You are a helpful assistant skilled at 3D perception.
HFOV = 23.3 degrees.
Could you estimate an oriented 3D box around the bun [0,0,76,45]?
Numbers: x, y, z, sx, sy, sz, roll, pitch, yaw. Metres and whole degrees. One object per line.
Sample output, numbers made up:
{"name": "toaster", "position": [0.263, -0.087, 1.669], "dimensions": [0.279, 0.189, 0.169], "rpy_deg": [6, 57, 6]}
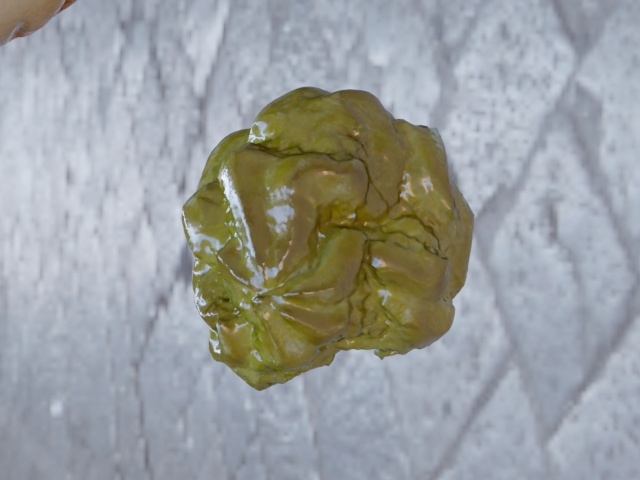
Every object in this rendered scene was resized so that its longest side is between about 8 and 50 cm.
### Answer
{"name": "bun", "position": [-0.341, -0.282, 1.524], "dimensions": [0.299, 0.298, 0.165], "rpy_deg": [-109, 2, -48]}

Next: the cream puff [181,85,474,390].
{"name": "cream puff", "position": [0.000, 0.001, 0.776], "dimensions": [0.156, 0.156, 0.121], "rpy_deg": [-110, 13, -49]}
